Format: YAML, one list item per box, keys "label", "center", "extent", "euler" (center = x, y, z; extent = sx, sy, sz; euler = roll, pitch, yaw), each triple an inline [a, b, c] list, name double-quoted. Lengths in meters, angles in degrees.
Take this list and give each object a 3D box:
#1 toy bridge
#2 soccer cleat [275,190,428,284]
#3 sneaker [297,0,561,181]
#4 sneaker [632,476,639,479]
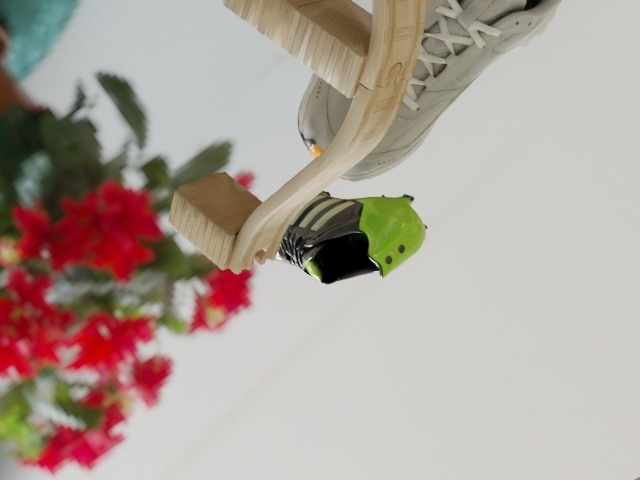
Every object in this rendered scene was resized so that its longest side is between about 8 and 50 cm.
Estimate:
- label: "toy bridge"
  center: [0.000, -0.066, 0.554]
  extent: [0.026, 0.063, 0.188]
  euler: [-20, 140, -43]
- label: "soccer cleat"
  center: [0.000, 0.000, 1.341]
  extent: [0.179, 0.060, 0.072]
  euler: [-3, -145, 48]
- label: "sneaker"
  center: [0.090, -0.150, 1.312]
  extent: [0.262, 0.099, 0.121]
  euler: [-44, 180, -23]
- label: "sneaker"
  center: [0.183, 0.076, 0.804]
  extent: [0.169, 0.292, 0.108]
  euler: [-14, 160, -21]
